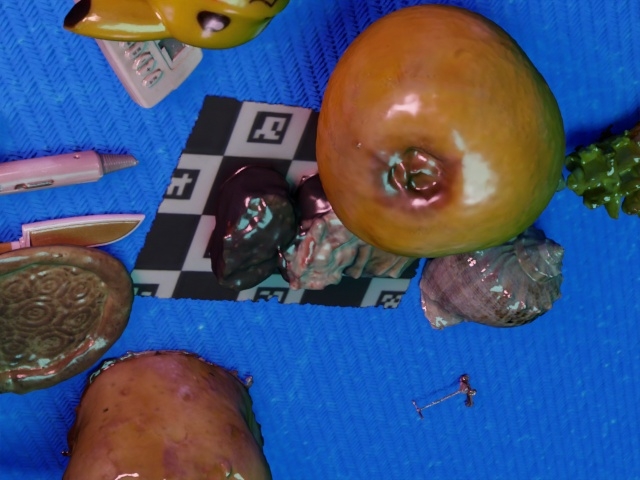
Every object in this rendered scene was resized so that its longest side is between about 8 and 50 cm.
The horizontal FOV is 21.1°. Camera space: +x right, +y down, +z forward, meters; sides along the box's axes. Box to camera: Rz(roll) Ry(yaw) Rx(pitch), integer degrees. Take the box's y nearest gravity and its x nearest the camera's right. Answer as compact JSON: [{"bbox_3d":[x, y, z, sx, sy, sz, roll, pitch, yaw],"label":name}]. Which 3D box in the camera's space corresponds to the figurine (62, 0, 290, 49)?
[{"bbox_3d":[-0.098,-0.297,1.585,0.218,0.169,0.327,-11,127,-42],"label":"figurine"}]

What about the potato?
[{"bbox_3d":[-0.165,0.310,2.056,0.288,0.237,0.301,-14,124,-17],"label":"potato"}]

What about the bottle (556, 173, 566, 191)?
[{"bbox_3d":[0.242,-0.061,2.062,0.101,0.047,0.063,-27,147,2],"label":"bottle"}]

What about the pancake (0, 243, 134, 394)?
[{"bbox_3d":[-0.326,0.086,1.941,0.250,0.031,0.250,-13,140,-11],"label":"pancake"}]

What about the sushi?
[{"bbox_3d":[0.000,0.000,1.968,0.373,0.100,0.296,5,129,-28],"label":"sushi"}]

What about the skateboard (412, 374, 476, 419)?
[{"bbox_3d":[0.168,0.220,2.309,0.083,0.032,0.064,-22,147,-8],"label":"skateboard"}]

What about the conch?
[{"bbox_3d":[0.208,0.043,2.128,0.207,0.130,0.155,-25,106,31],"label":"conch"}]

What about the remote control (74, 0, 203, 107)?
[{"bbox_3d":[-0.194,-0.234,1.688,0.090,0.049,0.230,-48,139,-19],"label":"remote control"}]

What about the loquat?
[{"bbox_3d":[0.129,-0.112,1.813,0.275,0.275,0.275,-13,135,-13],"label":"loquat"}]

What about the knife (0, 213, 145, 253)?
[{"bbox_3d":[-0.316,0.002,1.882,0.256,0.022,0.046,-10,130,-16],"label":"knife"}]

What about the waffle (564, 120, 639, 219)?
[{"bbox_3d":[0.433,-0.149,2.055,0.260,0.069,0.293,12,122,-36],"label":"waffle"}]

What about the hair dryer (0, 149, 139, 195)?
[{"bbox_3d":[-0.310,-0.055,1.820,0.220,0.054,0.195,-1,133,-33],"label":"hair dryer"}]
